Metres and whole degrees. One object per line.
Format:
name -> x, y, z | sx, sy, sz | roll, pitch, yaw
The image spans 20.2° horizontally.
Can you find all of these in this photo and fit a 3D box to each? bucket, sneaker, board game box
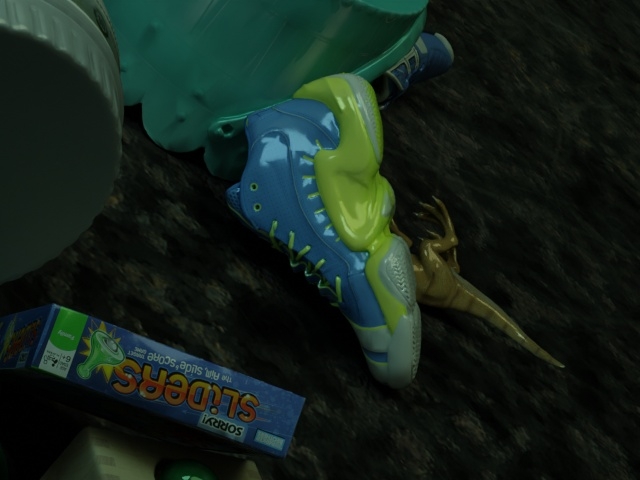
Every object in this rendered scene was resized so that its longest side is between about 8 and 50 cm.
bucket -> -0.058, -0.198, 1.447 | 0.281, 0.183, 0.281 | 31, 29, -19
sneaker -> 0.053, -0.157, 1.671 | 0.211, 0.080, 0.081 | -9, 60, -46
sneaker -> 0.000, 0.000, 1.336 | 0.091, 0.126, 0.240 | 55, 25, -76
board game box -> -0.104, 0.076, 0.958 | 0.136, 0.035, 0.201 | 22, -11, -15

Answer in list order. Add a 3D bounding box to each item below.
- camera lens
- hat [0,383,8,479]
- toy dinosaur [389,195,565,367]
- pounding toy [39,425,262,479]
camera lens -> -0.238, -0.130, 1.050 | 0.219, 0.219, 0.274 | 21, 32, -36
hat -> -0.185, 0.043, 0.890 | 0.173, 0.183, 0.208 | 19, 33, -38
toy dinosaur -> 0.097, 0.033, 1.455 | 0.211, 0.064, 0.112 | 24, 47, -12
pounding toy -> -0.088, 0.161, 0.885 | 0.130, 0.141, 0.100 | 18, 34, -39
